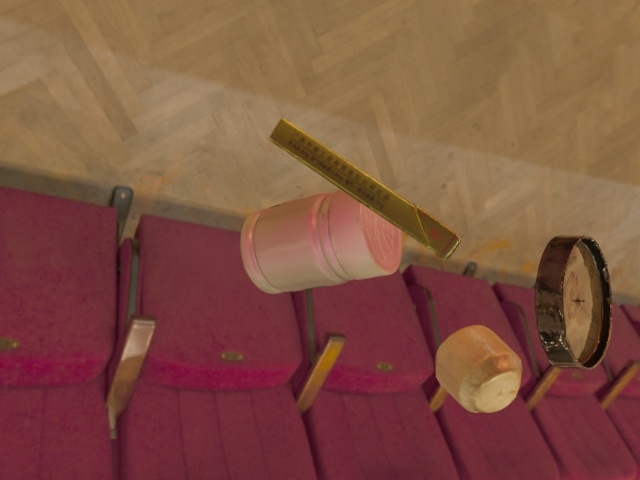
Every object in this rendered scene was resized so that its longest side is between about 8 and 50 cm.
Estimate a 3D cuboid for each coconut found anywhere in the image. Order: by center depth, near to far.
[{"bbox_3d":[0.475,0.388,1.627,0.237,0.266,0.238,-12,123,-20],"label":"coconut"}]

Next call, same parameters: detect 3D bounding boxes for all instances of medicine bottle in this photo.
[{"bbox_3d":[0.000,0.000,1.203,0.325,0.212,0.212,-13,139,31],"label":"medicine bottle"}]

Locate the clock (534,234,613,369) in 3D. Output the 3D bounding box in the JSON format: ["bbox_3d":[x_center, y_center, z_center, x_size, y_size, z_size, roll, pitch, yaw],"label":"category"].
[{"bbox_3d":[0.580,0.139,1.193,0.312,0.061,0.313,3,85,-43],"label":"clock"}]

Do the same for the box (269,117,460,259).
[{"bbox_3d":[0.077,-0.075,0.812,0.043,0.311,0.173,-56,166,8],"label":"box"}]
